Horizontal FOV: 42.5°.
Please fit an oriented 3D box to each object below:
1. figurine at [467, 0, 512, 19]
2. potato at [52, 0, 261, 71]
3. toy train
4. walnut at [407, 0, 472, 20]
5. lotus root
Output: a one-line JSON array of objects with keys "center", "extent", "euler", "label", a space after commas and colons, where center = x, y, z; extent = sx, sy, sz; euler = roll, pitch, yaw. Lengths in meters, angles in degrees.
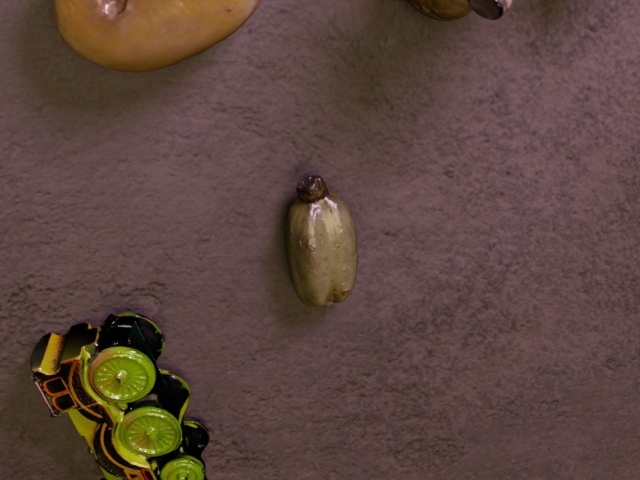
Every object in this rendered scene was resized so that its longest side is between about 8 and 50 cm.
[{"center": [0.251, -0.394, 0.795], "extent": [0.412, 0.241, 0.306], "euler": [-39, 150, -39], "label": "figurine"}, {"center": [-0.164, -0.261, 0.852], "extent": [0.234, 0.146, 0.150], "euler": [-20, 73, 10], "label": "potato"}, {"center": [-0.247, 0.229, 1.063], "extent": [0.161, 0.100, 0.296], "euler": [-18, 116, 3], "label": "toy train"}, {"center": [0.133, -0.307, 0.925], "extent": [0.124, 0.105, 0.105], "euler": [36, 101, -19], "label": "walnut"}, {"center": [0.000, 0.000, 1.033], "extent": [0.090, 0.077, 0.183], "euler": [-16, 118, -14], "label": "lotus root"}]
